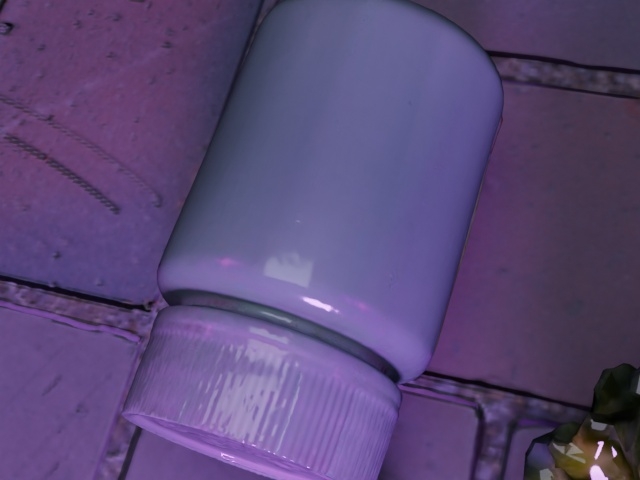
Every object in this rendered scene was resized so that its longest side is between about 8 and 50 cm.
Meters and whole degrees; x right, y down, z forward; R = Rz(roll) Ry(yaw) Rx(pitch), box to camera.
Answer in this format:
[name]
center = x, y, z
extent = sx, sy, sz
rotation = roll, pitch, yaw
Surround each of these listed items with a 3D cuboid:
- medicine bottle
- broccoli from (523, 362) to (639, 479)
[medicine bottle]
center = 0.000, 0.000, 0.441
extent = 0.139, 0.139, 0.225
rotation = 14, 69, 15
[broccoli]
center = 0.234, 0.165, 0.293
extent = 0.334, 0.272, 0.324
rotation = 6, 107, 6
